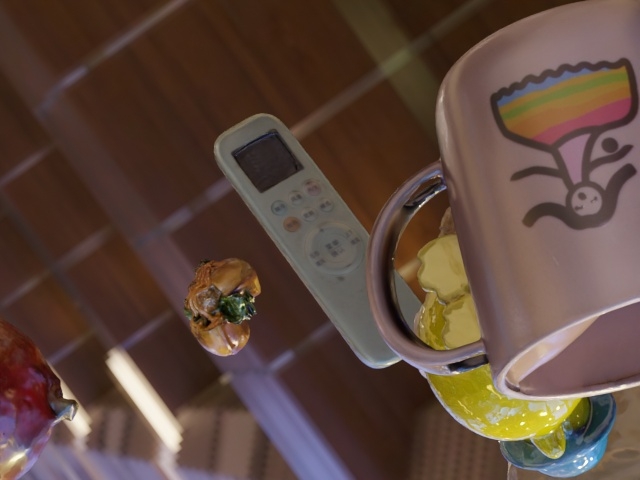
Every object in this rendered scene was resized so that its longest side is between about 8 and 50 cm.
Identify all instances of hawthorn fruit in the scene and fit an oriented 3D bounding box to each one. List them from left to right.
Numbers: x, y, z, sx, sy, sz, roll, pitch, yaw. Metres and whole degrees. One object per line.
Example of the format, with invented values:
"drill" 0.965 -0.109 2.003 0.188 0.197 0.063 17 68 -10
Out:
"hawthorn fruit" -0.306 0.146 1.762 0.188 0.169 0.169 4 -174 0

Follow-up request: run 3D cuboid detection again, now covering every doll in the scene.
"doll" 0.162 0.092 1.644 0.145 0.199 0.363 -23 155 9

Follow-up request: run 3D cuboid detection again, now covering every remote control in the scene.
"remote control" 0.001 -0.001 2.076 0.090 0.309 0.038 -31 164 -18

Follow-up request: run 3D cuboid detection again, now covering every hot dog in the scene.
"hot dog" -0.077 0.047 1.526 0.188 0.055 0.072 -162 -93 -87

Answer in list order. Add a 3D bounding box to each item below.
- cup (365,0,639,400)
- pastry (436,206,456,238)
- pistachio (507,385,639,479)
"cup" 0.145 -0.017 1.240 0.253 0.200 0.191 -21 159 13
"pastry" 0.187 0.007 2.126 0.081 0.153 0.153 12 147 -42
"pistachio" 0.359 0.248 1.998 0.281 0.365 0.445 -37 167 -32
